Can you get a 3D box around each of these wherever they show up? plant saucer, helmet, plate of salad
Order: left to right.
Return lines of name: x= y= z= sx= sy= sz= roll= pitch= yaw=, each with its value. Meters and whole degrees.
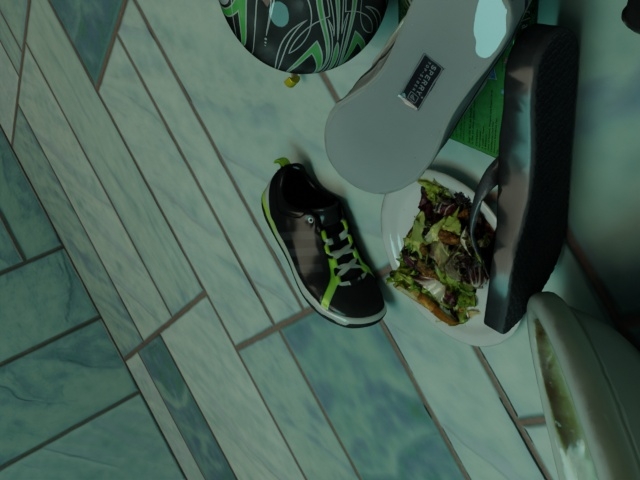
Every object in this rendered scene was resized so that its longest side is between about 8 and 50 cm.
helmet: x=-0.015 y=-0.233 z=0.681 sx=0.161 sy=0.169 sz=0.169 roll=-132 pitch=29 yaw=-56
plate of salad: x=0.122 y=0.023 z=0.783 sx=0.200 sy=0.048 sz=0.200 roll=39 pitch=143 yaw=38
plant saucer: x=0.248 y=0.224 z=0.564 sx=0.400 sy=0.100 sz=0.400 roll=-14 pitch=-90 yaw=-80

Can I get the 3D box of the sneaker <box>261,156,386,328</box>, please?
sneaker: x=0.000 y=0.000 z=0.924 sx=0.235 sy=0.084 sz=0.097 roll=52 pitch=148 yaw=19

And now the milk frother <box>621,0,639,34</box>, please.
milk frother: x=0.246 y=-0.168 z=0.397 sx=0.143 sy=0.129 sz=0.135 roll=3 pitch=127 yaw=8

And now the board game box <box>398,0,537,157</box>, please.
board game box: x=0.117 y=-0.203 z=0.629 sx=0.136 sy=0.030 sz=0.260 roll=31 pitch=138 yaw=40

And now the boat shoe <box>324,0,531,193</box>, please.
boat shoe: x=0.085 y=-0.134 z=0.615 sx=0.096 sy=0.088 sz=0.267 roll=39 pitch=147 yaw=7

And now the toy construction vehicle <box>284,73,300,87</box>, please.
toy construction vehicle: x=-0.038 y=-0.231 z=0.857 sx=0.098 sy=0.035 sz=0.086 roll=58 pitch=140 yaw=4

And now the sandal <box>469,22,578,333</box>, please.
sandal: x=0.161 y=-0.046 z=0.622 sx=0.054 sy=0.097 sz=0.255 roll=20 pitch=120 yaw=37
